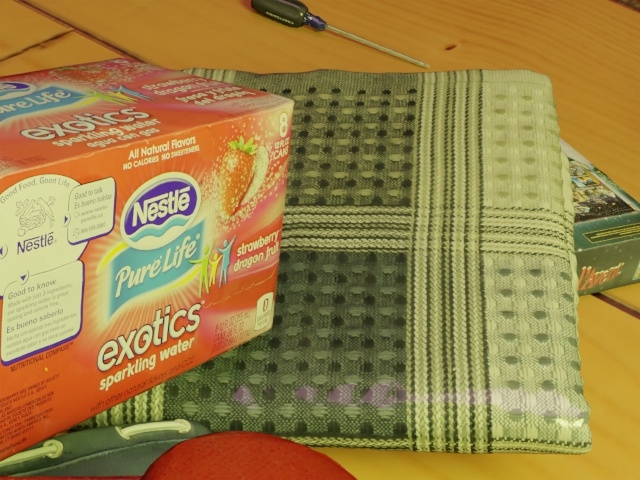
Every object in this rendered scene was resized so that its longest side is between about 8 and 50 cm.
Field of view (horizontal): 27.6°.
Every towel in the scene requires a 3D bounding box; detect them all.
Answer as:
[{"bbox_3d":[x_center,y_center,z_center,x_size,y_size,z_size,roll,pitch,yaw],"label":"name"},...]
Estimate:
[{"bbox_3d":[0.000,0.000,0.791,0.312,0.056,0.324,1,42,6],"label":"towel"}]

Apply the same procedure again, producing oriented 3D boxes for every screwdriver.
[{"bbox_3d":[0.016,-0.181,1.150,0.169,0.025,0.024,27,35,4],"label":"screwdriver"}]

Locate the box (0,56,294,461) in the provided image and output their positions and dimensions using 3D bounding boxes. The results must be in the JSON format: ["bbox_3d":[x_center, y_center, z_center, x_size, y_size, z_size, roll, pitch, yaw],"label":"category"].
[{"bbox_3d":[-0.133,0.001,0.591,0.122,0.128,0.257,18,22,28],"label":"box"}]

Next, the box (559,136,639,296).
[{"bbox_3d":[0.105,-0.016,0.909,0.233,0.044,0.159,-10,40,-30],"label":"box"}]

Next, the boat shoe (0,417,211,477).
[{"bbox_3d":[-0.145,0.127,0.576,0.254,0.095,0.079,-9,41,-32],"label":"boat shoe"}]

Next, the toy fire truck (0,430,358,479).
[{"bbox_3d":[-0.092,0.190,0.394,0.253,0.169,0.302,6,35,-29],"label":"toy fire truck"}]
